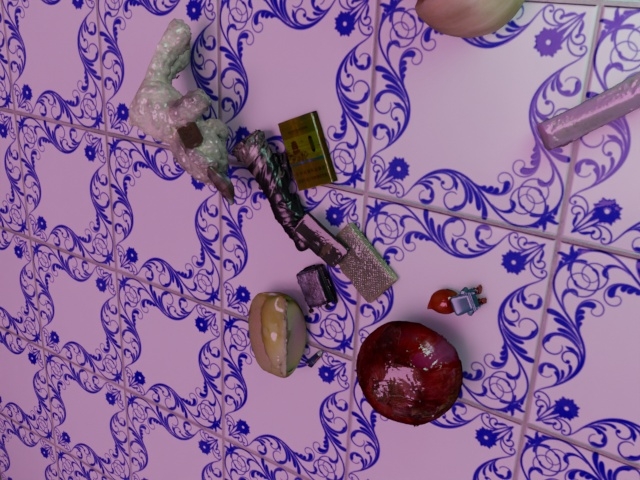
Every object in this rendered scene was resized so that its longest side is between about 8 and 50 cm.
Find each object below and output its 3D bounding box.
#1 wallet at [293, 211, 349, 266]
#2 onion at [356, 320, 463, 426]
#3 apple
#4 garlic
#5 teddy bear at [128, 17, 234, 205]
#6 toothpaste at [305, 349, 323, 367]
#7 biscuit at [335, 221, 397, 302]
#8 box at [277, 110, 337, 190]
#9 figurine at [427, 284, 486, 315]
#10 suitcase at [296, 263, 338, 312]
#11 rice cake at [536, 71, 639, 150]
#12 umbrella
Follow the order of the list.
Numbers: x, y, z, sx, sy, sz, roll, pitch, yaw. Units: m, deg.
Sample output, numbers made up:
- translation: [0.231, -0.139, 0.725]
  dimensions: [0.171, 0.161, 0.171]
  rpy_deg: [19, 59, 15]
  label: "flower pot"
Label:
- translation: [0.000, 0.000, 1.844]
  dimensions: [0.156, 0.018, 0.082]
  rpy_deg: [44, 116, 7]
  label: "wallet"
- translation: [0.219, 0.334, 1.727]
  dimensions: [0.276, 0.276, 0.276]
  rpy_deg: [13, 113, 31]
  label: "onion"
- translation: [-0.130, 0.260, 2.033]
  dimensions: [0.193, 0.120, 0.265]
  rpy_deg: [17, 114, 44]
  label: "apple"
- translation: [0.273, -0.568, 1.414]
  dimensions: [0.313, 0.286, 0.250]
  rpy_deg: [-18, 52, 32]
  label: "garlic"
- translation: [-0.322, -0.343, 1.892]
  dimensions: [0.362, 0.376, 0.327]
  rpy_deg: [26, 167, -6]
  label: "teddy bear"
- translation: [-0.016, 0.352, 2.045]
  dimensions: [0.027, 0.019, 0.083]
  rpy_deg: [34, 127, -8]
  label: "toothpaste"
- translation: [0.108, 0.061, 1.840]
  dimensions: [0.199, 0.040, 0.121]
  rpy_deg: [51, 126, 10]
  label: "biscuit"
- translation: [-0.035, -0.237, 1.838]
  dimensions: [0.121, 0.030, 0.193]
  rpy_deg: [-11, 100, 37]
  label: "box"
- translation: [0.331, 0.152, 1.693]
  dimensions: [0.140, 0.075, 0.068]
  rpy_deg: [-14, 99, 35]
  label: "figurine"
- translation: [-0.011, 0.132, 1.936]
  dimensions: [0.086, 0.059, 0.126]
  rpy_deg: [-19, 95, 36]
  label: "suitcase"
- translation: [0.598, -0.280, 1.363]
  dimensions: [0.365, 0.056, 0.073]
  rpy_deg: [-27, 92, 39]
  label: "rice cake"
- translation: [-0.115, -0.136, 1.905]
  dimensions: [0.113, 0.106, 0.358]
  rpy_deg: [-20, 102, 47]
  label: "umbrella"
